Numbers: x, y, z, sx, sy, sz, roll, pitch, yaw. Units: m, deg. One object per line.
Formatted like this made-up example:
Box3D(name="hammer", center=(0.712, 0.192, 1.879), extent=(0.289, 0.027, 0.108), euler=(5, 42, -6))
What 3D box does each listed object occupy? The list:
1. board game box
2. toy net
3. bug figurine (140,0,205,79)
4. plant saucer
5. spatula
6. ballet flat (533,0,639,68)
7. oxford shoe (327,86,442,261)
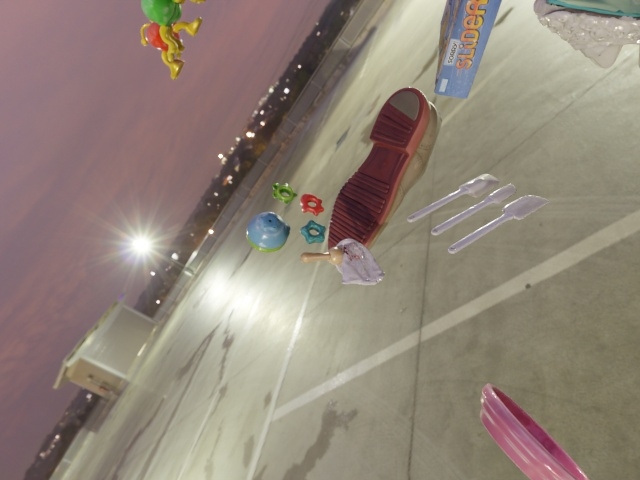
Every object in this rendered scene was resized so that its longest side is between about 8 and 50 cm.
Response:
Box3D(name="board game box", center=(0.146, -0.253, 0.389), extent=(0.201, 0.035, 0.136), euler=(92, -171, -55))
Box3D(name="toy net", center=(0.000, 0.000, 0.708), extent=(0.122, 0.232, 0.045), euler=(-58, -5, -33))
Box3D(name="bug figurine", center=(-0.159, -0.341, 0.534), extent=(0.279, 0.072, 0.216), euler=(-58, 23, 17))
Box3D(name="plant saucer", center=(0.534, 0.522, 1.115), extent=(0.084, 0.332, 0.332), euler=(-48, 14, 8))
Box3D(name="spatula", center=(0.306, -0.061, 0.876), extent=(0.242, 0.019, 0.168), euler=(-28, 44, -17))
Box3D(name="ballet flat", center=(0.613, -0.388, 0.826), extent=(0.147, 0.409, 0.147), euler=(9, -90, -78))
Box3D(name="oxford shoe", center=(0.131, -0.098, 0.820), extent=(0.123, 0.130, 0.348), euler=(41, 110, 39))
